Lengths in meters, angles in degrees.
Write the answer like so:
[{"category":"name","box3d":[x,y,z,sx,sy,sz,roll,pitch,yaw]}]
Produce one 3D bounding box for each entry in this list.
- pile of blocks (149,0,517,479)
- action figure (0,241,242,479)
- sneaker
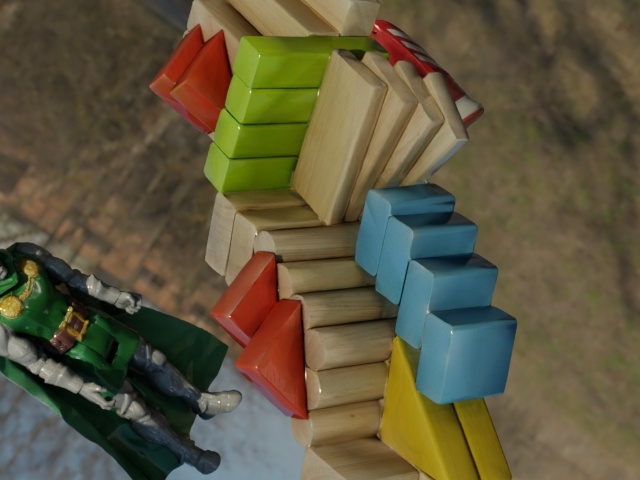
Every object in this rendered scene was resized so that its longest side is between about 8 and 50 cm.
[{"category":"pile of blocks","box3d":[0.000,0.000,0.798,0.112,0.149,0.362,-6,-119,-35]},{"category":"action figure","box3d":[-0.147,0.069,1.011,0.063,0.137,0.232,-14,138,40]},{"category":"sneaker","box3d":[0.041,-0.114,1.378,0.128,0.087,0.221,49,-145,8]}]
